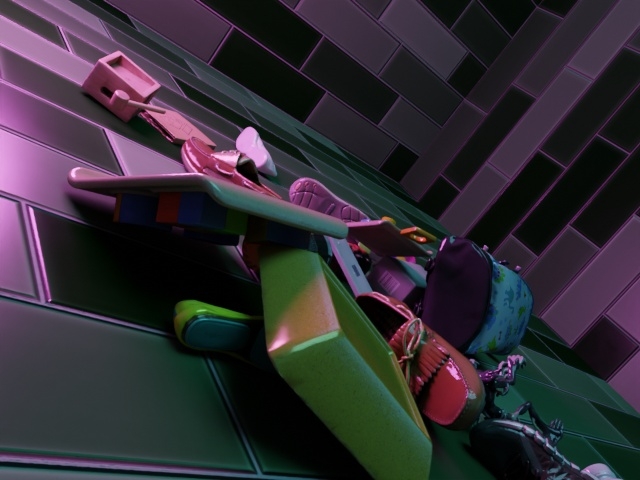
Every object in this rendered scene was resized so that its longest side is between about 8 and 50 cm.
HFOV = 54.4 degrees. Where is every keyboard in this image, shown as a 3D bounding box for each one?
[{"bbox_3d":[0.074,0.071,1.403,0.256,0.014,0.072,63,27,6],"label":"keyboard"}]

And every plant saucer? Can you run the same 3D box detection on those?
[{"bbox_3d":[0.043,0.168,0.899,0.333,0.081,0.333,52,8,-23],"label":"plant saucer"}]

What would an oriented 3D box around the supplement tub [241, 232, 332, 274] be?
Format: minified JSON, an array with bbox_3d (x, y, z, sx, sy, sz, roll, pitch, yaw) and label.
[{"bbox_3d":[-0.065,0.021,1.227,0.117,0.117,0.190,44,15,23],"label":"supplement tub"}]

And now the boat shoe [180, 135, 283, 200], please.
[{"bbox_3d":[-0.193,-0.143,1.418,0.324,0.120,0.122,46,16,27],"label":"boat shoe"}]

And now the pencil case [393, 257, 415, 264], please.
[{"bbox_3d":[0.215,0.033,1.853,0.104,0.104,0.236,35,6,-11],"label":"pencil case"}]

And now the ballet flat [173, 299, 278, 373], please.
[{"bbox_3d":[-0.109,0.131,0.882,0.230,0.077,0.077,24,6,-39],"label":"ballet flat"}]

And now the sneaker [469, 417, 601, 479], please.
[{"bbox_3d":[0.385,0.432,1.079,0.281,0.107,0.162,29,28,3],"label":"sneaker"}]

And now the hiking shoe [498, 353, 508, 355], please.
[{"bbox_3d":[0.468,0.223,1.889,0.304,0.113,0.132,43,16,20],"label":"hiking shoe"}]

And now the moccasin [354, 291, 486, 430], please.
[{"bbox_3d":[0.170,0.208,1.168,0.146,0.139,0.380,28,17,-31],"label":"moccasin"}]

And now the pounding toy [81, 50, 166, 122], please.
[{"bbox_3d":[-0.452,-0.325,1.439,0.181,0.094,0.206,39,23,-14],"label":"pounding toy"}]

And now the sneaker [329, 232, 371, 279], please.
[{"bbox_3d":[0.000,0.000,1.487,0.276,0.098,0.135,29,17,-39],"label":"sneaker"}]

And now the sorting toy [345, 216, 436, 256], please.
[{"bbox_3d":[0.162,-0.013,1.557,0.196,0.047,0.347,31,-20,-33],"label":"sorting toy"}]

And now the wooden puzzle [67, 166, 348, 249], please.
[{"bbox_3d":[-0.178,-0.039,0.997,0.347,0.081,0.322,8,-4,37],"label":"wooden puzzle"}]

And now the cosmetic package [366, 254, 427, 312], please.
[{"bbox_3d":[0.232,0.125,1.656,0.127,0.107,0.238,46,14,32],"label":"cosmetic package"}]

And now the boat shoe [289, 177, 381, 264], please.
[{"bbox_3d":[0.050,-0.059,1.755,0.324,0.123,0.116,44,0,-6],"label":"boat shoe"}]

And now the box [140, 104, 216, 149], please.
[{"bbox_3d":[-0.386,-0.303,1.652,0.164,0.021,0.201,41,15,14],"label":"box"}]

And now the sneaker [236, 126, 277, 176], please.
[{"bbox_3d":[-0.193,-0.266,1.927,0.094,0.080,0.212,40,16,-45],"label":"sneaker"}]

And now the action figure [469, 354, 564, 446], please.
[{"bbox_3d":[0.349,0.314,1.249,0.275,0.164,0.141,45,32,-11],"label":"action figure"}]

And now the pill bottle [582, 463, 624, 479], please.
[{"bbox_3d":[0.582,0.532,1.215,0.107,0.108,0.180,31,15,-25],"label":"pill bottle"}]

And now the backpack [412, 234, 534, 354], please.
[{"bbox_3d":[0.400,0.167,1.595,0.273,0.291,0.355,14,-7,18],"label":"backpack"}]
